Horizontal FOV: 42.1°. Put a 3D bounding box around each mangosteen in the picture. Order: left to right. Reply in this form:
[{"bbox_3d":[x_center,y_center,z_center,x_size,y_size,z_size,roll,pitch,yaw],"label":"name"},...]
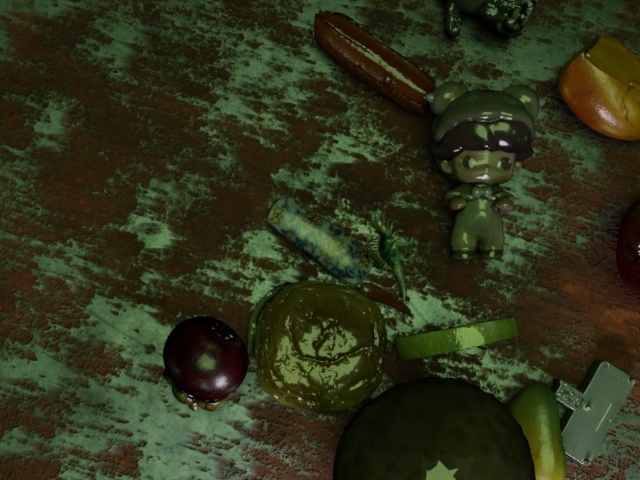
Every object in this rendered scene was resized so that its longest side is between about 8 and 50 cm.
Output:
[{"bbox_3d":[-0.237,0.253,1.670,0.199,0.200,0.200,1,83,-4],"label":"mangosteen"}]

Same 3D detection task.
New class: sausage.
[{"bbox_3d":[0.119,-0.386,1.804,0.330,0.102,0.102,36,82,0],"label":"sausage"}]

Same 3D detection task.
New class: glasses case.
[{"bbox_3d":[0.000,0.000,1.760,0.248,0.065,0.087,38,87,-1],"label":"glasses case"}]

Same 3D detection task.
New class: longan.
[{"bbox_3d":[0.214,0.458,1.581,0.390,0.391,0.392,1,83,-4],"label":"longan"}]

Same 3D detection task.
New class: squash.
[{"bbox_3d":[0.273,0.191,1.663,0.251,0.252,0.049,-12,83,-5],"label":"squash"}]

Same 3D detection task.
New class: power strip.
[{"bbox_3d":[0.554,0.348,1.758,0.145,0.061,0.216,32,81,0],"label":"power strip"}]

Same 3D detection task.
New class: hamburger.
[{"bbox_3d":[-0.007,0.214,1.700,0.284,0.134,0.266,6,84,-5],"label":"hamburger"}]

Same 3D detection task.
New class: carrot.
[{"bbox_3d":[0.134,0.121,1.762,0.142,0.035,0.035,26,81,-21],"label":"carrot"}]

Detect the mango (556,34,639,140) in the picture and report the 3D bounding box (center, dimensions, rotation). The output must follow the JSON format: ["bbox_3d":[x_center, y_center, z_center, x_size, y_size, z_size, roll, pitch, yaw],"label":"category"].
[{"bbox_3d":[0.646,-0.312,1.816,0.187,0.138,0.257,-42,91,-26],"label":"mango"}]

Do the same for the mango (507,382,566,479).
[{"bbox_3d":[0.433,0.418,1.719,0.137,0.091,0.238,-10,73,21],"label":"mango"}]

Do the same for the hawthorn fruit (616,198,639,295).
[{"bbox_3d":[0.801,-0.002,1.734,0.368,0.284,0.285,-25,85,-29],"label":"hawthorn fruit"}]

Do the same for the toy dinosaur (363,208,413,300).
[{"bbox_3d":[0.144,0.029,1.785,0.106,0.044,0.188,8,95,10],"label":"toy dinosaur"}]

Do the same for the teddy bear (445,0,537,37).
[{"bbox_3d":[0.355,-0.523,1.819,0.250,0.144,0.171,11,96,0],"label":"teddy bear"}]

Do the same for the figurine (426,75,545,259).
[{"bbox_3d":[0.339,-0.151,1.752,0.248,0.203,0.381,2,94,3],"label":"figurine"}]
